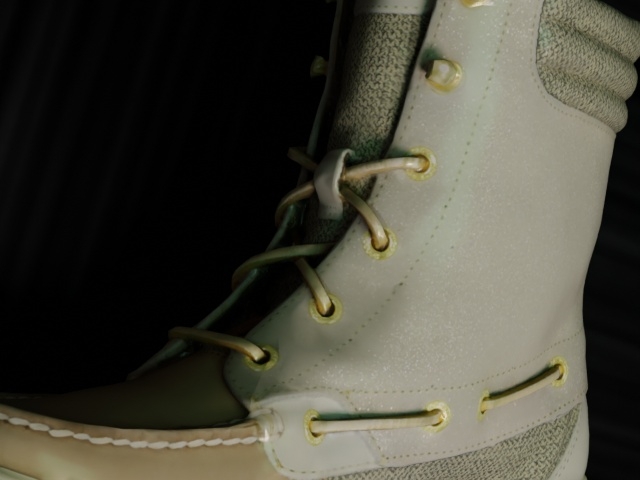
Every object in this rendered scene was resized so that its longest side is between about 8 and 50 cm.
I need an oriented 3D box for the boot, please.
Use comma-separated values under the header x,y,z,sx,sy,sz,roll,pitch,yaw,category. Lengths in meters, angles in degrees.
x,y,z,sx,sy,sz,roll,pitch,yaw,category
0.000,0.000,0.472,0.213,0.077,0.165,6,95,-41,boot
